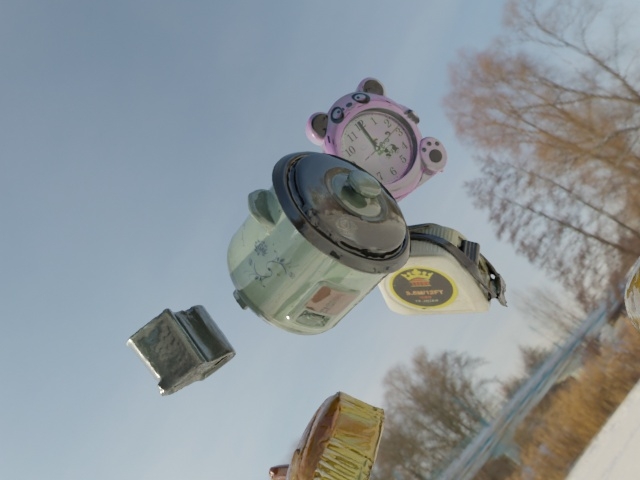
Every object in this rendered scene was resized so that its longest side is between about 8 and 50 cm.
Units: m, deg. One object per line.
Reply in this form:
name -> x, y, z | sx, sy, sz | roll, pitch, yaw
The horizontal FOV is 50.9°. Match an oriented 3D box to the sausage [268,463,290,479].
sausage -> -0.028, 0.428, 1.246 | 0.147, 0.030, 0.035 | 8, -65, -29

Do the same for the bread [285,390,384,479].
bread -> 0.020, 0.308, 0.965 | 0.190, 0.114, 0.132 | -69, 4, -58

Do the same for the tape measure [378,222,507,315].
tape measure -> 0.265, 0.055, 1.497 | 0.231, 0.271, 0.132 | 65, -147, -41

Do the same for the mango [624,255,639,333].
mango -> 0.320, 0.040, 0.452 | 0.316, 0.193, 0.146 | 107, -175, -81

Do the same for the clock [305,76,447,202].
clock -> 0.107, -0.189, 1.365 | 0.228, 0.247, 0.090 | -37, 0, -11

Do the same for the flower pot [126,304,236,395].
flower pot -> -0.228, 0.182, 1.135 | 0.103, 0.108, 0.229 | -39, -10, 6

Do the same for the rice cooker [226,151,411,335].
rice cooker -> 0.000, 0.000, 1.138 | 0.317, 0.264, 0.316 | -6, -44, -6
